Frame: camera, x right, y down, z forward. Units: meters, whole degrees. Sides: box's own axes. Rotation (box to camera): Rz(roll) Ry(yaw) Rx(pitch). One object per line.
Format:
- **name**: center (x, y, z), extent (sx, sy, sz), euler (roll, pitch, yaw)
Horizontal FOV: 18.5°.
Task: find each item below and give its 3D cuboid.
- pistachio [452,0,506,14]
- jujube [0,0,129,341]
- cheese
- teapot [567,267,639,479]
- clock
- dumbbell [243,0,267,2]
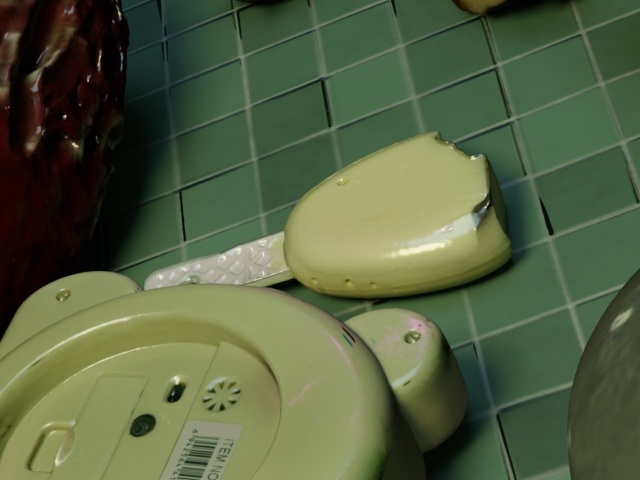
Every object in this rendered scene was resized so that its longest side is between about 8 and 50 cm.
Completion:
- **pistachio**: center (0.131, -0.249, 1.428), extent (0.165, 0.130, 0.210), euler (-63, 34, 23)
- **jujube**: center (-0.264, -0.064, 1.382), extent (0.258, 0.258, 0.377), euler (-3, 40, 27)
- **cheese**: center (0.000, 0.000, 1.291), extent (0.255, 0.050, 0.127), euler (-15, 42, 15)
- **teapot**: center (0.251, 0.142, 0.766), extent (0.305, 0.362, 0.376), euler (11, 39, 15)
- **clock**: center (-0.084, 0.144, 1.148), extent (0.309, 0.114, 0.284), euler (1, 47, 28)
- **dumbbell**: center (-0.046, -0.259, 1.552), extent (0.099, 0.099, 0.208), euler (-10, 43, 21)
